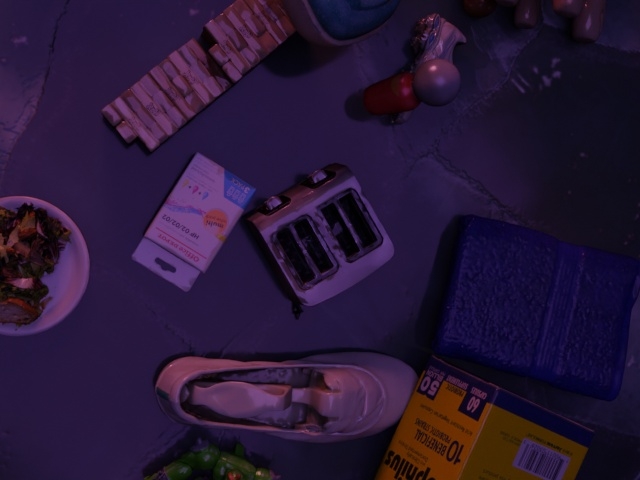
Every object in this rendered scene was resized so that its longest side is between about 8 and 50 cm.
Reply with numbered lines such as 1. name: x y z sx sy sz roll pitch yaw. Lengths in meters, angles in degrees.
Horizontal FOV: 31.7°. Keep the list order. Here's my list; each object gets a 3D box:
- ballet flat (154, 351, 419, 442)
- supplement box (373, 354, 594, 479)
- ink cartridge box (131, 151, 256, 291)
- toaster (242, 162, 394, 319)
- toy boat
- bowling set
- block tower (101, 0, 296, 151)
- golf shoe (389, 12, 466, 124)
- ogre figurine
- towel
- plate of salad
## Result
1. ballet flat: -0.038 0.231 1.630 0.400 0.139 0.139 3 91 -11
2. supplement box: 0.202 0.380 1.626 0.195 0.194 0.357 26 87 -25
3. ink cartridge box: -0.185 -0.024 1.628 0.104 0.061 0.181 32 86 -10
4. toaster: 0.000 0.000 1.639 0.168 0.110 0.186 -30 97 -8
5. toy boat: 0.078 -0.321 1.562 0.267 0.148 0.318 -50 120 -45
6. bowling set: 0.309 -0.407 1.657 0.199 0.287 0.154 8 83 22
7. block tower: -0.155 -0.255 1.612 0.335 0.097 0.091 -40 98 -5
8. golf shoe: 0.164 -0.247 1.687 0.086 0.069 0.176 23 89 -17
9. ogre figurine: -0.147 0.358 1.636 0.197 0.097 0.118 33 104 5
10. towel: 0.332 0.103 1.729 0.308 0.076 0.228 16 82 -10
11. plate of salad: -0.428 0.037 1.591 0.199 0.048 0.200 0 92 -10
